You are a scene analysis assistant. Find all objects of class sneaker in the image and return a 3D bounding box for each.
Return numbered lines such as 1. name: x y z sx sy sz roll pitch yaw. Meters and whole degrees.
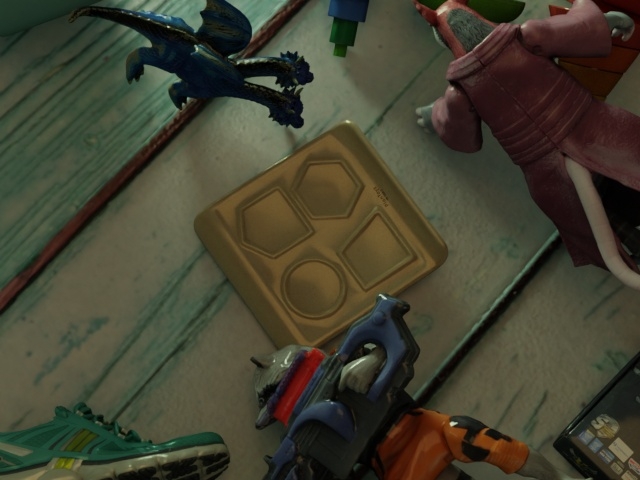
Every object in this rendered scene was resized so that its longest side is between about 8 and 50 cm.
1. sneaker: -0.227 0.208 1.572 0.275 0.107 0.110 -3 58 -8

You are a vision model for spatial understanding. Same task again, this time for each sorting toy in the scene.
1. sorting toy: 0.175 -0.213 1.762 0.366 0.127 0.126 12 100 2
2. sorting toy: 0.000 0.000 1.695 0.208 0.038 0.193 -34 77 -10

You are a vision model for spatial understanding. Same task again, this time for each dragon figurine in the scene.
1. dragon figurine: -0.123 -0.200 1.664 0.144 0.289 0.085 -6 64 34

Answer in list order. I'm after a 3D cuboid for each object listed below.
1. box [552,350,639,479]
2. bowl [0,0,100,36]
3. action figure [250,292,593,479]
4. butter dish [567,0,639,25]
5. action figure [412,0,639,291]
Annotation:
1. box: 0.384 0.222 1.635 0.183 0.059 0.232 -42 80 -17
2. bowl: -0.358 -0.333 1.664 0.163 0.311 0.311 -40 78 5
3. action figure: 0.047 0.238 1.581 0.330 0.178 0.341 41 99 16
4. butter dish: 0.364 -0.325 1.780 0.160 0.118 0.160 24 82 4
5. action figure: 0.219 -0.108 1.609 0.370 0.275 0.248 43 115 -8
